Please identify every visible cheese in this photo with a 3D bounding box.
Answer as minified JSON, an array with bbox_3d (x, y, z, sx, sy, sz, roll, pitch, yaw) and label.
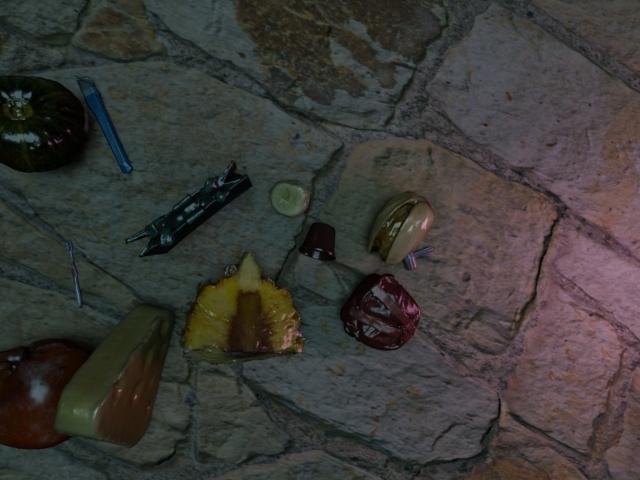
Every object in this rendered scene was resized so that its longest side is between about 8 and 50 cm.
[{"bbox_3d":[-0.491,0.331,1.045,0.104,0.384,0.383,14,89,0],"label":"cheese"}]

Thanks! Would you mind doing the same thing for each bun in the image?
[{"bbox_3d":[-0.085,-0.124,1.175,0.115,0.069,0.115,2,98,13],"label":"bun"}]

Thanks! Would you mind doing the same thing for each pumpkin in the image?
[{"bbox_3d":[-0.743,-0.291,1.046,0.260,0.189,0.260,6,69,-17],"label":"pumpkin"}]

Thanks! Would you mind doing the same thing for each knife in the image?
[{"bbox_3d":[-0.603,-0.324,1.134,0.044,0.026,0.296,-23,96,-3],"label":"knife"}]

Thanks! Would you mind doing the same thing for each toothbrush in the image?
[{"bbox_3d":[-0.687,0.095,1.132,0.013,0.019,0.193,-9,94,-7],"label":"toothbrush"}]

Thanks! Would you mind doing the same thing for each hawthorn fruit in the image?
[{"bbox_3d":[-0.700,0.380,1.015,0.284,0.284,0.284,0,91,-7],"label":"hawthorn fruit"}]

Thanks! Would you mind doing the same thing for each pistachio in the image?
[{"bbox_3d":[0.231,-0.036,1.184,0.157,0.157,0.229,36,92,-6],"label":"pistachio"}]

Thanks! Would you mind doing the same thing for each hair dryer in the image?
[{"bbox_3d":[0.306,0.045,1.244,0.114,0.037,0.063,-20,95,-13],"label":"hair dryer"}]

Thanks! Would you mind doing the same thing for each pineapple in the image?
[{"bbox_3d":[-0.232,0.195,1.137,0.344,0.209,0.286,10,61,-30],"label":"pineapple"}]

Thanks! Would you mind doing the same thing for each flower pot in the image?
[{"bbox_3d":[0.000,0.000,1.178,0.111,0.111,0.089,16,74,-7],"label":"flower pot"}]

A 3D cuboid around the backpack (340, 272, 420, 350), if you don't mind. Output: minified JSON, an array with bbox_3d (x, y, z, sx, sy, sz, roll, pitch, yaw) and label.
[{"bbox_3d":[0.182,0.213,1.175,0.229,0.139,0.229,0,91,-6],"label":"backpack"}]

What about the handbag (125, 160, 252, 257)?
[{"bbox_3d":[-0.330,-0.079,1.064,0.326,0.238,0.089,-37,99,-5],"label":"handbag"}]
